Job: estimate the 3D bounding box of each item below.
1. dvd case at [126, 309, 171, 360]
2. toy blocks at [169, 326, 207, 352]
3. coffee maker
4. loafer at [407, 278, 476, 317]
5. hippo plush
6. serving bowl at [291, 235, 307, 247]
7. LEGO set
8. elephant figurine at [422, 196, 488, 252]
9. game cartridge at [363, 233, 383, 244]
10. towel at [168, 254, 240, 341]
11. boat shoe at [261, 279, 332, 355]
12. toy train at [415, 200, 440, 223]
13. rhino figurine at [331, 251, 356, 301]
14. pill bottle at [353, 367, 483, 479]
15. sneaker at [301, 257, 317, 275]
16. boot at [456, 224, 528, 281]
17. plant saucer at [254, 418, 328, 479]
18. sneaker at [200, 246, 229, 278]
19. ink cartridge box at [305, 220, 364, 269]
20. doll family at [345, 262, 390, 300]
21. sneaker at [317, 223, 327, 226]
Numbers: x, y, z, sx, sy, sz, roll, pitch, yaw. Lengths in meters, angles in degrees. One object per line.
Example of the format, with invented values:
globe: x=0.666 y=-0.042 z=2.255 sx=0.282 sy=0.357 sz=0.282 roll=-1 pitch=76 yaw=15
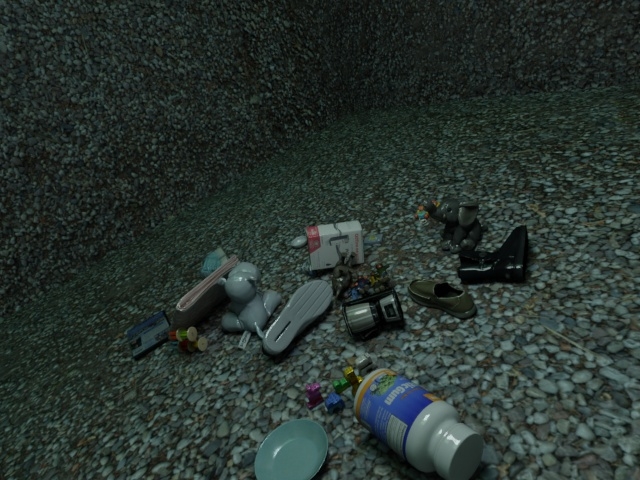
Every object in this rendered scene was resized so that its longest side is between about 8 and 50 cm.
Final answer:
dvd case: x=-0.723 y=0.397 z=1.887 sx=0.180 sy=0.022 sz=0.253 roll=-31 pitch=27 yaw=-19
toy blocks: x=-0.515 y=0.372 z=1.655 sx=0.148 sy=0.123 sz=0.054 roll=-10 pitch=43 yaw=24
coffee maker: x=0.165 y=0.216 z=1.413 sx=0.178 sy=0.120 sz=0.171 roll=-18 pitch=26 yaw=8
loafer: x=0.373 y=0.159 z=1.390 sx=0.094 sy=0.088 sz=0.251 roll=-37 pitch=29 yaw=-26
hippo plush: x=-0.300 y=0.218 z=1.643 sx=0.234 sy=0.237 sz=0.294 roll=-14 pitch=27 yaw=16
serving bowl: x=-0.097 y=0.012 z=2.107 sx=0.083 sy=0.027 sz=0.083 roll=-18 pitch=26 yaw=9
LEGO set: x=0.062 y=0.384 z=1.208 sx=0.227 sy=0.093 sz=0.087 roll=-29 pitch=27 yaw=-13
elephant figurine: x=0.487 y=-0.088 z=1.592 sx=0.169 sy=0.240 sz=0.186 roll=-7 pitch=30 yaw=30
game cartridge: x=0.225 y=-0.003 z=1.895 sx=0.083 sy=0.017 sz=0.056 roll=-12 pitch=32 yaw=22
towel: x=-0.455 y=0.235 z=1.735 sx=0.317 sy=0.053 sz=0.332 roll=-44 pitch=-9 yaw=-38
boat shoe: x=-0.092 y=0.260 z=1.525 sx=0.335 sy=0.121 sz=0.119 roll=-41 pitch=-2 yaw=-34
toy train: x=0.486 y=-0.133 z=1.897 sx=0.166 sy=0.046 sz=0.125 roll=-23 pitch=26 yaw=-1
rhino figurine: x=0.079 y=0.142 z=1.654 sx=0.073 sy=0.106 sz=0.243 roll=22 pitch=34 yaw=-3
pill bottle: x=0.212 y=0.406 z=0.982 sx=0.152 sy=0.152 sz=0.272 roll=-36 pitch=29 yaw=-25
sneaker: x=-0.050 y=0.121 z=1.853 sx=0.058 sy=0.052 sz=0.135 roll=-31 pitch=18 yaw=5
boot: x=0.565 y=0.039 z=1.456 sx=0.207 sy=0.094 sz=0.247 roll=0 pitch=40 yaw=31
plant saucer: x=-0.067 y=0.534 z=1.093 sx=0.194 sy=0.038 sz=0.195 roll=-17 pitch=27 yaw=9
sneaker: x=-0.474 y=0.146 z=2.062 sx=0.150 sy=0.135 sz=0.366 roll=-37 pitch=20 yaw=-10
ink cartridge box: x=0.060 y=0.020 z=1.767 sx=0.217 sy=0.159 sz=0.092 roll=-9 pitch=28 yaw=-4
doll family: x=0.168 y=0.152 z=1.586 sx=0.192 sy=0.076 sz=0.111 roll=-24 pitch=31 yaw=4
sneaker: x=0.000 y=0.000 z=1.990 sx=0.128 sy=0.087 sz=0.221 roll=-31 pitch=26 yaw=-19
